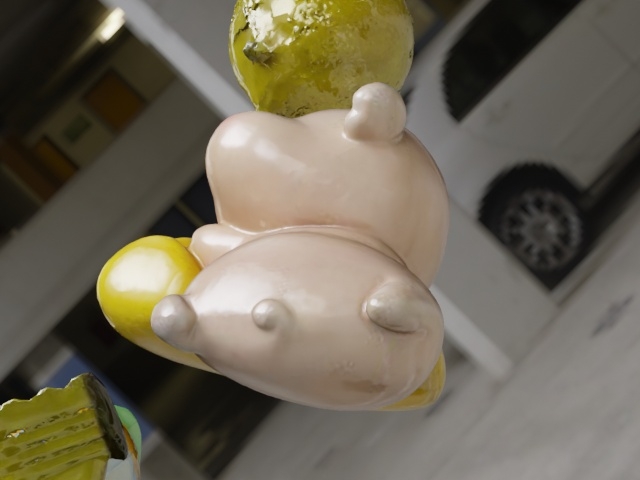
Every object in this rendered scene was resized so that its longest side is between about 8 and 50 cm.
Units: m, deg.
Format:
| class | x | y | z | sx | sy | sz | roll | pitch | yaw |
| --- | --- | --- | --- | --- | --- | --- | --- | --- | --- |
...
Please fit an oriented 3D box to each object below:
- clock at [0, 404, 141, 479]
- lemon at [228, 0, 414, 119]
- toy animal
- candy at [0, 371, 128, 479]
| class | x | y | z | sx | sy | sz | roll | pitch | yaw |
| --- | --- | --- | --- | --- | --- | --- | --- | --- | --- |
| clock | -0.189 | 0.157 | 0.951 | 0.231 | 0.103 | 0.144 | -32 | 9 | -31 |
| lemon | 0.005 | -0.193 | 1.733 | 0.206 | 0.173 | 0.173 | -30 | -4 | -29 |
| toy animal | -0.021 | -0.006 | 1.381 | 0.345 | 0.278 | 0.246 | 36 | -111 | -80 |
| candy | -0.141 | 0.215 | 0.835 | 0.187 | 0.297 | 0.081 | -19 | 21 | -1 |
